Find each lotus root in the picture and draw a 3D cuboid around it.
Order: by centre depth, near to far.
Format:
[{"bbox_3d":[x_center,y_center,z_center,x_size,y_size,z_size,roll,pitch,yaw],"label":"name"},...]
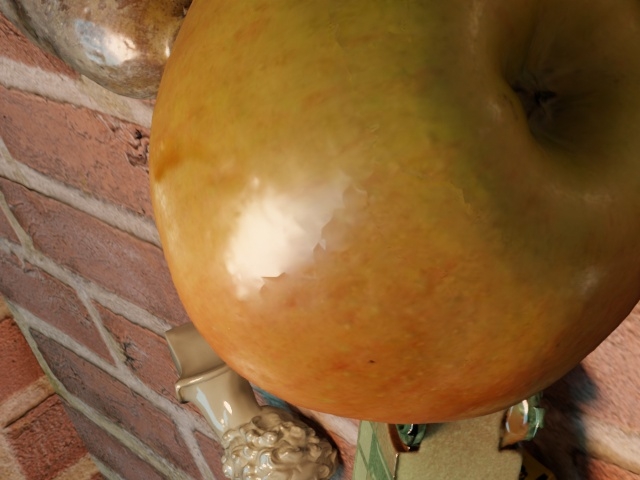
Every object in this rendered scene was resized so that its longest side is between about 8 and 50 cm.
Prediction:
[{"bbox_3d":[-0.206,-0.233,1.519,0.349,0.175,0.175,41,155,35],"label":"lotus root"}]

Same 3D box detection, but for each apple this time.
[{"bbox_3d":[0.069,-0.063,0.978,0.338,0.338,0.305,55,139,3],"label":"apple"}]

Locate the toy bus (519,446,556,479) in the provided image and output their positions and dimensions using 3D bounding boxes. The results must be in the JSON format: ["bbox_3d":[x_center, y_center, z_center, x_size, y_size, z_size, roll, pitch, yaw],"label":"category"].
[{"bbox_3d":[0.197,0.290,1.533,0.081,0.074,0.226,36,151,40],"label":"toy bus"}]

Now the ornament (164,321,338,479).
[{"bbox_3d":[-0.103,0.212,1.991,0.285,0.130,0.120,47,162,24],"label":"ornament"}]

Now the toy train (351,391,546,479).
[{"bbox_3d":[0.104,0.173,1.369,0.159,0.129,0.326,-116,28,-59],"label":"toy train"}]
